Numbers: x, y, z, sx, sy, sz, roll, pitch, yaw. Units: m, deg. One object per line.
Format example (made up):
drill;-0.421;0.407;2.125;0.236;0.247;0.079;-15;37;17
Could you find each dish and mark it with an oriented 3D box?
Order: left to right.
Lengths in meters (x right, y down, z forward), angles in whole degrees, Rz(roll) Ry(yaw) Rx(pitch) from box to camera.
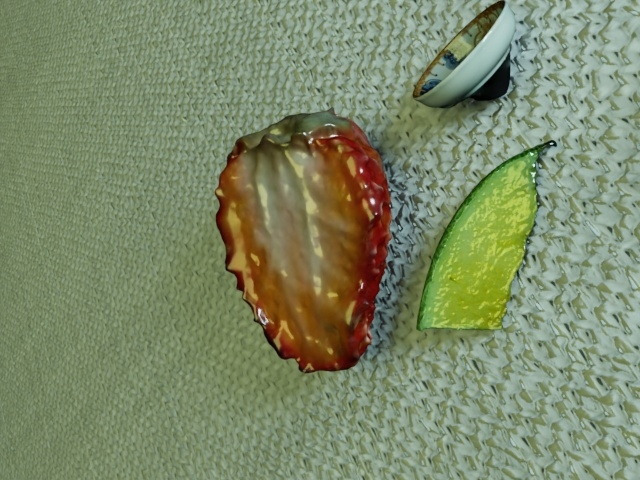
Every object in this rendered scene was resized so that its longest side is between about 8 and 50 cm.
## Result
dish;0.181;-0.191;0.657;0.141;0.078;0.141;-46;14;15

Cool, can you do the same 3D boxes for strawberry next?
strawberry;0.000;0.000;0.771;0.265;0.149;0.336;-12;89;35

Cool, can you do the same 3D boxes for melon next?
melon;0.189;0.004;0.650;0.114;0.053;0.262;32;108;32
